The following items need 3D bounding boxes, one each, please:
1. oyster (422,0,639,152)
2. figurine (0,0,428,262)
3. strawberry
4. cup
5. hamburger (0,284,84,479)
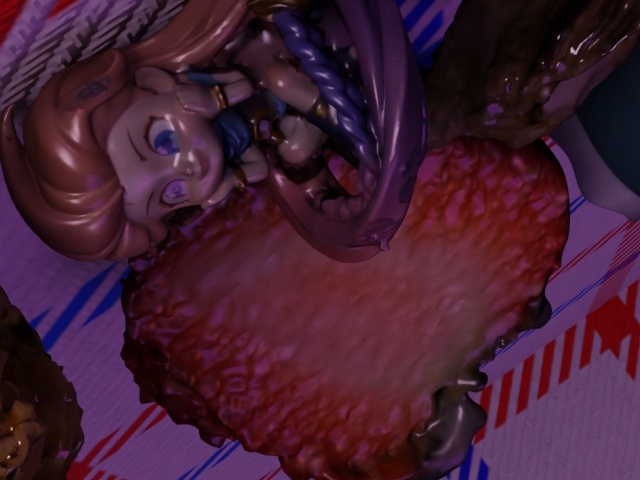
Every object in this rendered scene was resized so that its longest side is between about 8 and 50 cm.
[{"bbox_3d":[0.175,-0.162,0.678,0.361,0.096,0.221,-39,171,12],"label":"oyster"},{"bbox_3d":[-0.039,-0.044,0.564,0.157,0.114,0.126,-8,132,4],"label":"figurine"},{"bbox_3d":[0.000,0.000,0.791,0.306,0.137,0.233,31,95,-48],"label":"strawberry"},{"bbox_3d":[0.227,-0.098,0.886,0.299,0.168,0.173,20,138,-42],"label":"cup"},{"bbox_3d":[-0.204,0.093,0.517,0.243,0.146,0.286,-15,163,-40],"label":"hamburger"}]
